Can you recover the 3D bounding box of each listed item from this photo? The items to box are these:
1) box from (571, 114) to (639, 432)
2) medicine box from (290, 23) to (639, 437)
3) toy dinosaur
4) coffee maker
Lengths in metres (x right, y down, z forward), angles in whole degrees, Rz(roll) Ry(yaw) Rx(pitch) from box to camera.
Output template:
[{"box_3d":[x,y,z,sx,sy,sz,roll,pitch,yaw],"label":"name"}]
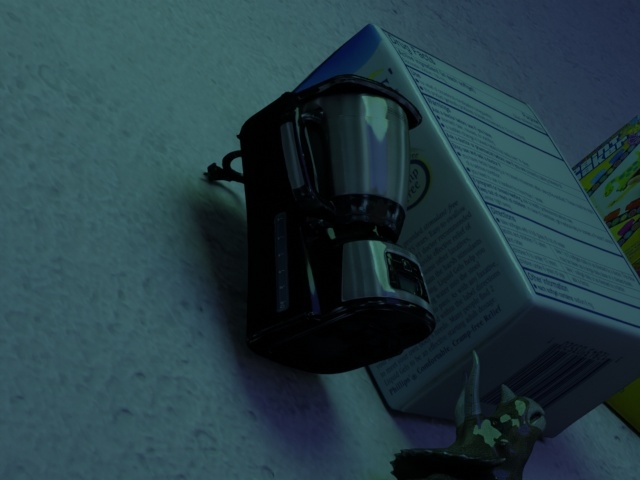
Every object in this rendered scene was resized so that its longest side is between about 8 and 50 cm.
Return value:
[{"box_3d":[0.381,0.068,1.513,0.290,0.177,0.279,42,25,-16],"label":"box"},{"box_3d":[0.123,-0.002,1.194,0.263,0.149,0.289,17,39,-52],"label":"medicine box"},{"box_3d":[0.079,0.202,0.894,0.160,0.121,0.313,41,27,11],"label":"toy dinosaur"},{"box_3d":[0.000,0.000,1.001,0.120,0.171,0.178,10,62,-25],"label":"coffee maker"}]
